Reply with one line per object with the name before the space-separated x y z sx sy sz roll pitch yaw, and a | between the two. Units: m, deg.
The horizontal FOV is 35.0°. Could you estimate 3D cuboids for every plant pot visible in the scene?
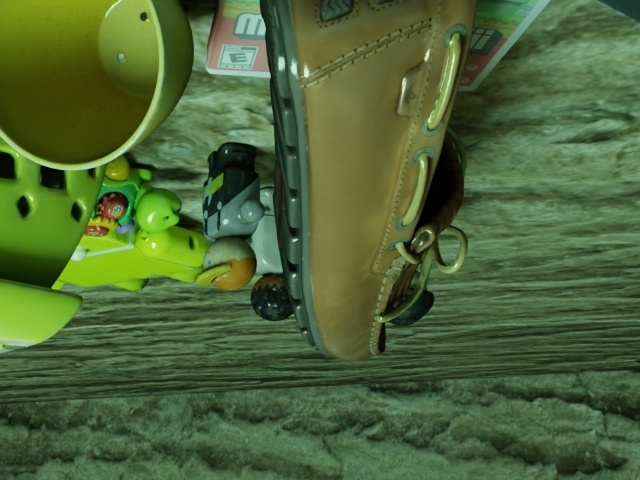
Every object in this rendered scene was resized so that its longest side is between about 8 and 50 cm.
plant pot | -0.305 -0.023 0.746 0.227 0.207 0.228 -14 159 39
plant pot | -0.129 -0.115 0.614 0.134 0.134 0.095 -9 -172 24

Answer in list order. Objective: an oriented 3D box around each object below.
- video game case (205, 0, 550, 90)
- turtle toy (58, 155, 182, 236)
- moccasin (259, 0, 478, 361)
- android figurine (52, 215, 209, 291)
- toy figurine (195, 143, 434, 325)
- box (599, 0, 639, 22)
video game case | 0.046 -0.164 0.611 0.204 0.025 0.285 2 163 -12
turtle toy | -0.196 -0.037 0.955 0.130 0.066 0.095 -2 164 1
moccasin | 0.041 -0.039 0.685 0.147 0.139 0.380 -8 140 -6
android figurine | -0.257 0.012 1.149 0.248 0.056 0.273 -9 164 24
toy figurine | 0.000 0.000 0.956 0.209 0.148 0.213 -5 164 11
box | 0.217 -0.173 0.334 0.184 0.103 0.261 10 144 -41
